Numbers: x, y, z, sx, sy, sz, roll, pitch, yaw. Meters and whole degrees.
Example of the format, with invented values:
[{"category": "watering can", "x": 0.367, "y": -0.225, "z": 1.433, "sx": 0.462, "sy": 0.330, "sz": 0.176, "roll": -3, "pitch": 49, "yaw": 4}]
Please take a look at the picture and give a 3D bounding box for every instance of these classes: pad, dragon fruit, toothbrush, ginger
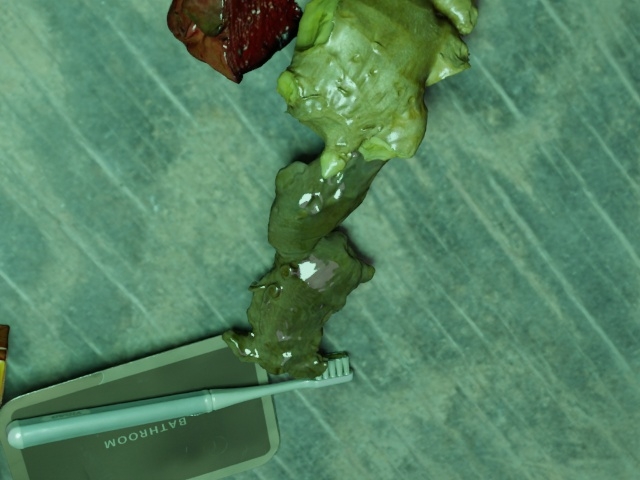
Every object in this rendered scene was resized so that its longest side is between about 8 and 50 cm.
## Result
[{"category": "pad", "x": -0.173, "y": 0.189, "z": 1.645, "sx": 0.266, "sy": 0.002, "sz": 0.176, "roll": -17, "pitch": 125, "yaw": -11}, {"category": "dragon fruit", "x": -0.062, "y": -0.233, "z": 1.420, "sx": 0.122, "sy": 0.092, "sz": 0.192, "roll": 4, "pitch": 117, "yaw": -8}, {"category": "toothbrush", "x": -0.131, "y": 0.155, "z": 1.620, "sx": 0.342, "sy": 0.025, "sz": 0.030, "roll": -11, "pitch": 112, "yaw": -14}, {"category": "ginger", "x": 0.042, "y": -0.150, "z": 1.451, "sx": 0.157, "sy": 0.102, "sz": 0.216, "roll": 29, "pitch": 78, "yaw": -28}, {"category": "ginger", "x": -0.001, "y": 0.002, "z": 1.556, "sx": 0.122, "sy": 0.084, "sz": 0.290, "roll": 16, "pitch": 115, "yaw": -6}]

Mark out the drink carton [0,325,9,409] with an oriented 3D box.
[{"category": "drink carton", "x": -0.409, "y": 0.123, "z": 1.584, "sx": 0.223, "sy": 0.071, "sz": 0.096, "roll": 8, "pitch": 118, "yaw": -11}]
